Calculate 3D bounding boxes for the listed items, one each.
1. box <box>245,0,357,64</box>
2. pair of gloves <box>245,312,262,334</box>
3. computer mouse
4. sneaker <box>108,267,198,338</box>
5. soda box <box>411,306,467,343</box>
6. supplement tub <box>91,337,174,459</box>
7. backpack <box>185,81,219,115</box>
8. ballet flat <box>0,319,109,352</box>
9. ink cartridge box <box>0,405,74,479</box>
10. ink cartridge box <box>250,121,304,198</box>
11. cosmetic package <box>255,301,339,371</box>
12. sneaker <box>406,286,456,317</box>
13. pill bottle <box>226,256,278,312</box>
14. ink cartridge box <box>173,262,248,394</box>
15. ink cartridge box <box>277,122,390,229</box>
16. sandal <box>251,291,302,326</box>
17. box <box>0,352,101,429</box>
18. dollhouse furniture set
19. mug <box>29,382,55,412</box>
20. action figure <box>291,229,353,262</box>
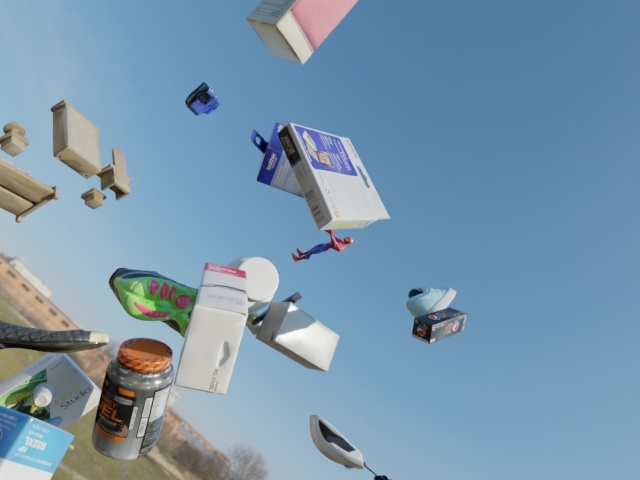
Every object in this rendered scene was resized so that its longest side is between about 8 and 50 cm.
[{"bbox_3d":[-0.042,-0.575,1.145,0.149,0.232,0.127,36,-5,43],"label":"box"},{"bbox_3d":[-0.366,0.342,1.974,0.240,0.042,0.204,-7,-55,18],"label":"pair of gloves"},{"bbox_3d":[0.044,0.399,0.847,0.193,0.042,0.106,39,-30,10],"label":"computer mouse"},{"bbox_3d":[-0.509,0.195,1.549,0.202,0.185,0.482,30,-14,26],"label":"sneaker"},{"bbox_3d":[0.314,0.222,1.218,0.060,0.169,0.053,17,-74,46],"label":"soda box"},{"bbox_3d":[-0.591,0.498,1.477,0.207,0.207,0.337,23,-78,31],"label":"supplement tub"},{"bbox_3d":[-0.477,-0.558,1.865,0.101,0.120,0.098,51,2,-36],"label":"backpack"},{"bbox_3d":[-0.379,0.124,0.626,0.173,0.049,0.057,9,-29,-18],"label":"ballet flat"},{"bbox_3d":[-0.615,0.434,0.770,0.223,0.307,0.129,9,-33,18],"label":"ink cartridge box"},{"bbox_3d":[-0.078,-0.289,1.723,0.396,0.270,0.151,18,-59,-11],"label":"ink cartridge box"},{"bbox_3d":[-0.064,0.288,1.382,0.107,0.127,0.238,-8,-40,48],"label":"cosmetic package"},{"bbox_3d":[0.431,0.225,1.824,0.150,0.135,0.366,37,16,17],"label":"sneaker"},{"bbox_3d":[-0.238,0.145,1.419,0.169,0.169,0.301,46,-30,-7],"label":"pill bottle"},{"bbox_3d":[-0.215,0.168,0.936,0.100,0.171,0.237,14,13,-13],"label":"ink cartridge box"},{"bbox_3d":[0.044,-0.177,1.335,0.072,0.307,0.303,-33,-108,30],"label":"ink cartridge box"},{"bbox_3d":[-0.163,0.267,1.686,0.255,0.097,0.054,-33,-90,35],"label":"sandal"},{"bbox_3d":[-0.900,0.521,1.545,0.058,0.232,0.322,36,-30,35],"label":"box"},{"bbox_3d":[-0.733,-0.173,1.184,0.303,0.356,0.173,49,17,-56],"label":"dollhouse furniture set"},{"bbox_3d":[-0.850,0.485,1.415,0.064,0.062,0.078,-161,-103,-65],"label":"mug"},{"bbox_3d":[0.000,0.000,1.995,0.281,0.091,0.139,-12,-68,24],"label":"action figure"}]
